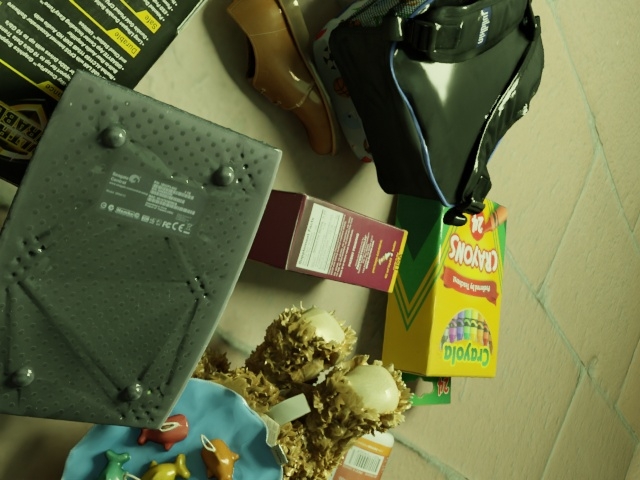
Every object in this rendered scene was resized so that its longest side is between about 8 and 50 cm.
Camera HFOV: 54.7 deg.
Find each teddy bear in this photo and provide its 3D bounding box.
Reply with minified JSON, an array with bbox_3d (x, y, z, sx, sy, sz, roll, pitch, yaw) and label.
[{"bbox_3d":[-0.073,0.201,0.593,0.338,0.245,0.113,-52,158,-25],"label":"teddy bear"}]

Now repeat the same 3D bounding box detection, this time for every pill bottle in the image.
[{"bbox_3d":[0.000,0.324,0.776,0.121,0.121,0.216,34,75,-46],"label":"pill bottle"}]

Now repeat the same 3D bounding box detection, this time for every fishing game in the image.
[{"bbox_3d":[-0.122,0.201,0.505,0.189,0.264,0.041,-21,153,-14],"label":"fishing game"}]

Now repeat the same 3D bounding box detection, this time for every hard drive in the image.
[{"bbox_3d":[-0.150,0.018,0.464,0.172,0.054,0.255,18,104,-32],"label":"hard drive"}]

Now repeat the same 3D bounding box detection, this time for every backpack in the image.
[{"bbox_3d":[0.141,-0.204,0.729,0.263,0.213,0.277,-44,135,-21],"label":"backpack"}]

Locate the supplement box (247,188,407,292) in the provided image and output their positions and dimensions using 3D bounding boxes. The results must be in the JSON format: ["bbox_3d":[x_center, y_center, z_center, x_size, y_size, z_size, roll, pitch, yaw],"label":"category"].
[{"bbox_3d":[0.000,0.000,0.705,0.188,0.104,0.081,16,89,-47],"label":"supplement box"}]

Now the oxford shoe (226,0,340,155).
[{"bbox_3d":[-0.037,-0.172,0.665,0.076,0.076,0.212,-30,128,-3],"label":"oxford shoe"}]

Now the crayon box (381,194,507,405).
[{"bbox_3d":[0.186,0.086,0.904,0.202,0.081,0.319,14,80,-48],"label":"crayon box"}]

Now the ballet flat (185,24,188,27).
[{"bbox_3d":[-0.155,-0.281,0.487,0.086,0.086,0.248,-47,130,-28],"label":"ballet flat"}]

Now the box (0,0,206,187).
[{"bbox_3d":[-0.211,-0.198,0.345,0.257,0.079,0.322,-49,149,1],"label":"box"}]
